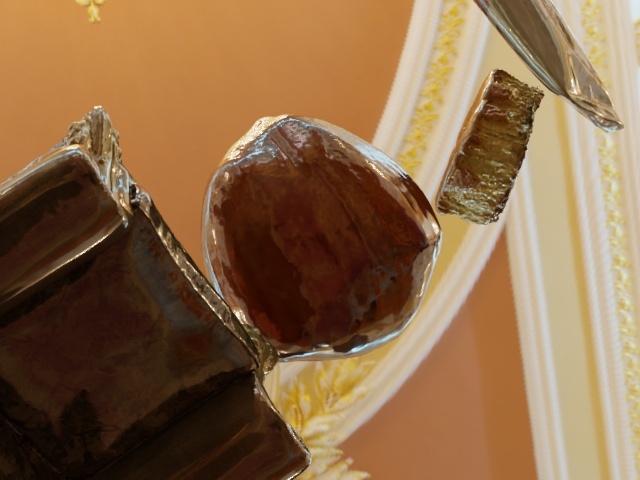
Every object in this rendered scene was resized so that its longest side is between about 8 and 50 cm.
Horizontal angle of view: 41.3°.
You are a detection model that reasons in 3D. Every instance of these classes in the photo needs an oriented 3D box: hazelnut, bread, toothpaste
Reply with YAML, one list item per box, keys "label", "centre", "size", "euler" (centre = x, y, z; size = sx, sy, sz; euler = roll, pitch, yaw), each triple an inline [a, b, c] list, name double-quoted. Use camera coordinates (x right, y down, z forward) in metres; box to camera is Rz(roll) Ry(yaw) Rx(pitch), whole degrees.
- label: "hazelnut"
  centre: [0.006, -0.004, 0.711]
  size: [0.210, 0.186, 0.210]
  euler: [-27, -53, -43]
- label: "bread"
  centre: [0.173, -0.095, 0.871]
  size: [0.069, 0.140, 0.128]
  euler: [21, -129, 6]
- label: "toothpaste"
  centre: [0.075, -0.148, 0.424]
  size: [0.038, 0.060, 0.234]
  euler: [-40, -115, 26]

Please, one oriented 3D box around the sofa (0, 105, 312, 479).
- label: "sofa"
  centre: [-0.132, 0.084, 0.479]
  size: [0.200, 0.182, 0.258]
  euler: [-34, -58, -6]
